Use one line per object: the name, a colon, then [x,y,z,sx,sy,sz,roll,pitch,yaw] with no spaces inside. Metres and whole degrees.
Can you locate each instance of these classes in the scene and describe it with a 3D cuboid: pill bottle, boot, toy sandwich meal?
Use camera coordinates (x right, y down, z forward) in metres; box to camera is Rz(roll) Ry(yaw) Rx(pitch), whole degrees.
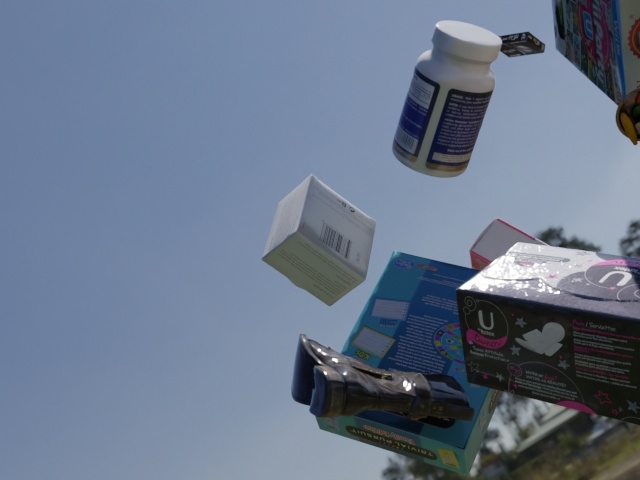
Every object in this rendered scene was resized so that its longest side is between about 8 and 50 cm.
pill bottle: [0.237,-0.263,1.857,0.153,0.153,0.264,-16,-48,-43]
boot: [0.085,0.212,1.472,0.229,0.091,0.263,6,12,-16]
toy sandwich meal: [0.413,-0.153,1.258,0.086,0.085,0.029,-39,22,24]

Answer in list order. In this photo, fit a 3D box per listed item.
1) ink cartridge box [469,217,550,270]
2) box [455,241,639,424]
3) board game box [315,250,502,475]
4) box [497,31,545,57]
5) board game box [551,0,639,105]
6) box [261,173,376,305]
ink cartridge box: [0.470,0.102,2.347,0.117,0.207,0.283,-50,-28,-17]
box: [0.317,0.102,1.220,0.247,0.142,0.163,10,29,39]
board game box: [0.174,0.185,1.612,0.336,0.254,0.079,-59,-30,-34]
box: [0.394,-0.389,1.988,0.083,0.018,0.067,1,-14,43]
board game box: [0.417,-0.341,1.424,0.098,0.303,0.224,-15,-60,-1]
box: [0.000,0.000,2.002,0.119,0.181,0.181,-38,26,37]
